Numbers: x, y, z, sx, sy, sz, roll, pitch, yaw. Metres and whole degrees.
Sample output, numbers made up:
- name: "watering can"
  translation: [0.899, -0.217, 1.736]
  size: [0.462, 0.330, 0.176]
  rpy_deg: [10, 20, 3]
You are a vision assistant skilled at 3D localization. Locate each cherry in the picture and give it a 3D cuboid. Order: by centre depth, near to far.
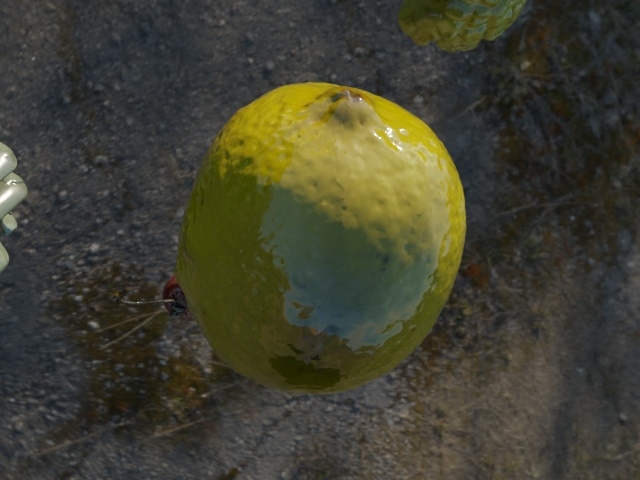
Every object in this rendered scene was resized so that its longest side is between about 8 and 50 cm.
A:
- name: "cherry"
  translation: [-0.225, 0.088, 1.365]
  size: [0.225, 0.107, 0.090]
  rpy_deg: [-3, 97, -59]

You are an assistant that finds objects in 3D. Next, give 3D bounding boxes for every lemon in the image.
- name: "lemon"
  translation: [0.001, -0.002, 0.758]
  size: [0.260, 0.260, 0.284]
  rpy_deg: [-20, 117, -30]

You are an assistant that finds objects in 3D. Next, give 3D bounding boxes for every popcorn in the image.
- name: "popcorn"
  translation: [0.146, -0.295, 0.931]
  size: [0.142, 0.173, 0.173]
  rpy_deg: [-40, 104, -41]

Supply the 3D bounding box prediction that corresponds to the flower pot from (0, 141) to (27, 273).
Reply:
- name: "flower pot"
  translation: [-0.534, -0.062, 1.126]
  size: [0.254, 0.367, 0.164]
  rpy_deg: [36, 45, -2]
